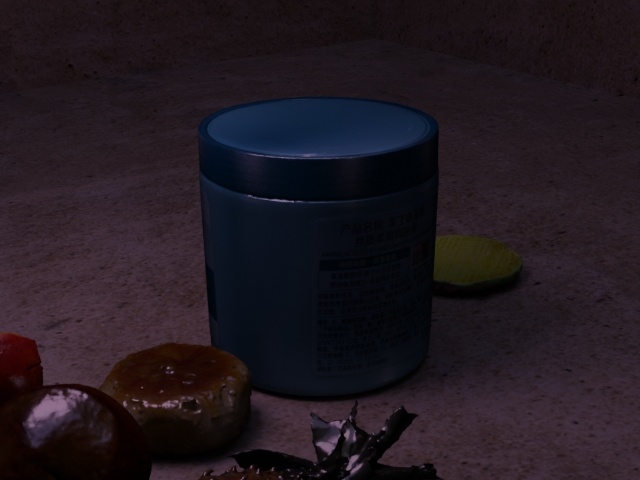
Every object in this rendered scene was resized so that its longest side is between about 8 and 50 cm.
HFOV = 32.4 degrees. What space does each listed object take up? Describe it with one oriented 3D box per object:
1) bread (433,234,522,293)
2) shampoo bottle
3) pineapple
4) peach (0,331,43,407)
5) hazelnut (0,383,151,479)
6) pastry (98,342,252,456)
[{"bbox_3d":[0.230,0.041,1.871,0.228,0.033,0.228,-2,20,1],"label":"bread"},{"bbox_3d":[0.000,0.000,1.552,0.331,0.343,0.331,-1,21,0],"label":"shampoo bottle"},{"bbox_3d":[-0.021,0.272,1.145,0.165,0.165,0.364,13,16,31],"label":"pineapple"},{"bbox_3d":[-0.412,0.178,1.376,0.151,0.151,0.118,3,1,8],"label":"peach"},{"bbox_3d":[-0.288,0.246,1.179,0.204,0.178,0.178,-38,31,-9],"label":"hazelnut"},{"bbox_3d":[-0.184,0.198,1.386,0.192,0.093,0.182,4,24,11],"label":"pastry"}]
